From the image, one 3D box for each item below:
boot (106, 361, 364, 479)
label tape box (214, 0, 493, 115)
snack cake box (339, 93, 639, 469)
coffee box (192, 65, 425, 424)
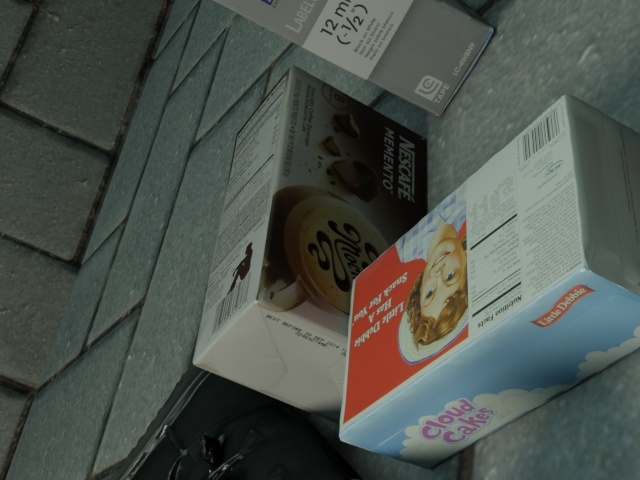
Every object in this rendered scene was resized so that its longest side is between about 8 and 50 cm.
[{"bbox_3d":[-0.088,0.317,0.864,0.367,0.146,0.445,-65,25,3],"label":"boot"},{"bbox_3d":[-0.019,-0.285,1.057,0.115,0.348,0.249,-57,23,19],"label":"label tape box"},{"bbox_3d":[0.123,0.041,0.724,0.264,0.089,0.152,-43,31,44],"label":"snack cake box"},{"bbox_3d":[0.000,0.000,0.948,0.119,0.168,0.297,-45,28,41],"label":"coffee box"}]
